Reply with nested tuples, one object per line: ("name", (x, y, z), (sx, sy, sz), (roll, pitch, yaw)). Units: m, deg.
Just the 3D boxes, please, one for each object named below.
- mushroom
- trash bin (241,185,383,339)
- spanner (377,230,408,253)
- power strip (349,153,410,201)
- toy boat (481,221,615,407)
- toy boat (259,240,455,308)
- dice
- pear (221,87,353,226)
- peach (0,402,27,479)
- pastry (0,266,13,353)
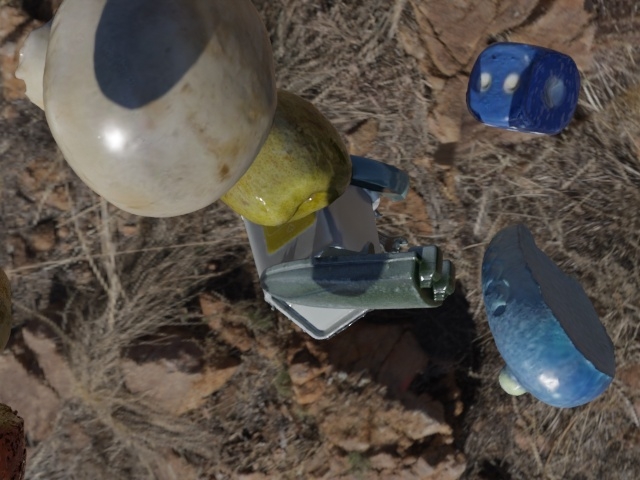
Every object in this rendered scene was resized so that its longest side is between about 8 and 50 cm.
("mushroom", (-0.204, -0.174, 0.927), (0.290, 0.297, 0.297), (3, 95, 32))
("trash bin", (0.000, 0.000, 1.588), (0.256, 0.296, 0.368), (-35, 36, 16))
("spanner", (0.089, -0.029, 1.888), (0.302, 0.071, 0.017), (27, 146, 45))
("power strip", (0.064, -0.118, 1.443), (0.216, 0.137, 0.044), (15, 84, -17))
("toy boat", (0.297, 0.112, 1.131), (0.123, 0.330, 0.215), (-38, 110, 22))
("toy boat", (0.042, 0.057, 1.258), (0.319, 0.141, 0.092), (-4, 67, 27))
("dice", (0.347, -0.259, 1.402), (0.146, 0.146, 0.143), (23, 104, 49))
("pear", (-0.070, -0.133, 1.255), (0.188, 0.228, 0.211), (-43, 76, 40))
("peach", (-0.242, 0.142, 0.508), (0.172, 0.092, 0.127), (-23, 57, 27))
("pastry", (-0.511, 0.114, 0.930), (0.284, 0.315, 0.184), (18, 113, 14))
